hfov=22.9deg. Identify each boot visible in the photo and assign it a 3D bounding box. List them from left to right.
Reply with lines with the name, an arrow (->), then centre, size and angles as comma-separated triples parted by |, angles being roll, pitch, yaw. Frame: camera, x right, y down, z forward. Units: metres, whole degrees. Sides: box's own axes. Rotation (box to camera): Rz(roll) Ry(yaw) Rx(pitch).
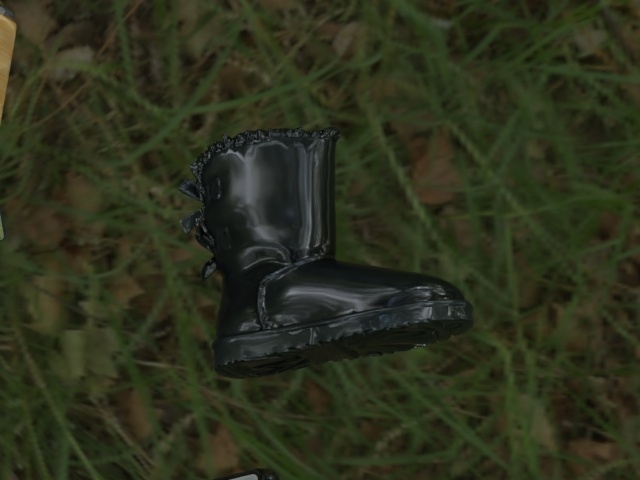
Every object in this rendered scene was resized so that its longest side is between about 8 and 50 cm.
boot -> 0.001, 0.000, 0.656 | 0.121, 0.045, 0.099 | -12, 71, 22

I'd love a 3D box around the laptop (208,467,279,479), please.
laptop -> -0.253, 0.277, 0.687 | 0.236, 0.382, 0.408 | 28, 61, -27

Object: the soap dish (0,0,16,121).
soap dish -> -0.369, -0.191, 1.201 | 0.290, 0.229, 0.118 | 29, 96, -20

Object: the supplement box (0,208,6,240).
supplement box -> -0.118, -0.035, 0.397 | 0.056, 0.083, 0.083 | -12, 91, -6
